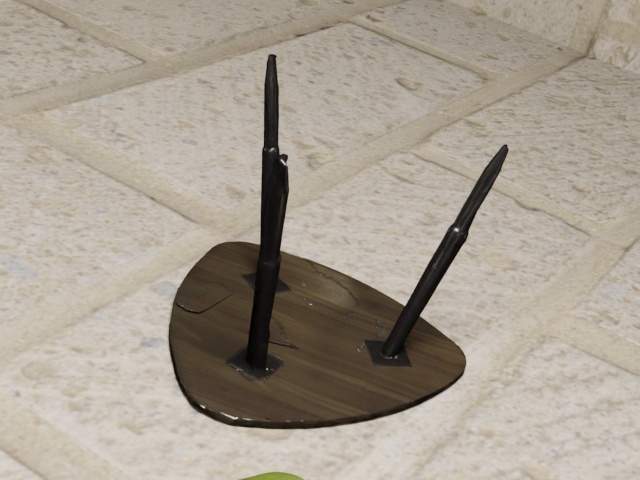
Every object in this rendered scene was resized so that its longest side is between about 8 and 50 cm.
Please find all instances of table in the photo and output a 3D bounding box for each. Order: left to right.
[{"bbox_3d":[0.000,0.000,1.027,0.317,0.249,0.317,11,28,-6],"label":"table"}]

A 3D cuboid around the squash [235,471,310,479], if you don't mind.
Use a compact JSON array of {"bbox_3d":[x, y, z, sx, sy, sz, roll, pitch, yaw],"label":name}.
[{"bbox_3d":[-0.095,0.233,0.711,0.118,0.118,0.370,28,29,23],"label":"squash"}]
